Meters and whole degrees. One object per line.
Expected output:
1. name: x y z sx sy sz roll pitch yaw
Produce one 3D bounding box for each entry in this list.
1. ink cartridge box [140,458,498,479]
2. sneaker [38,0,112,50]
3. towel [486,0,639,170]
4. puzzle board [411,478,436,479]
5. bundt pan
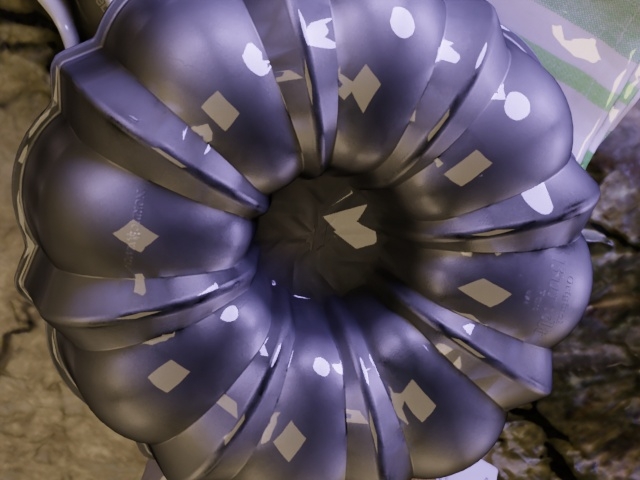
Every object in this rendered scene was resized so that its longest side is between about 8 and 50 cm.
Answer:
1. ink cartridge box: -0.006 0.172 0.848 0.203 0.086 0.148 31 129 -11
2. sneaker: -0.103 -0.090 0.724 0.071 0.083 0.191 -39 93 23
3. towel: 0.045 -0.065 0.770 0.248 0.038 0.325 26 116 -7
4. puzzle board: 0.024 0.105 0.788 0.128 0.096 0.011 33 149 -9
5. bundt pan: 0.000 0.000 0.662 0.330 0.124 0.331 -2 102 -10
